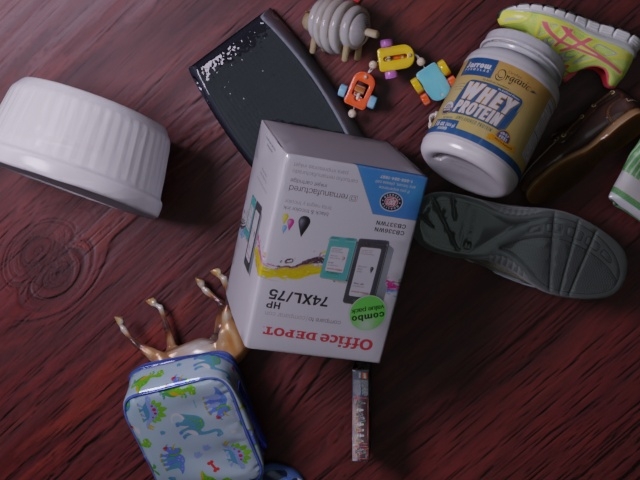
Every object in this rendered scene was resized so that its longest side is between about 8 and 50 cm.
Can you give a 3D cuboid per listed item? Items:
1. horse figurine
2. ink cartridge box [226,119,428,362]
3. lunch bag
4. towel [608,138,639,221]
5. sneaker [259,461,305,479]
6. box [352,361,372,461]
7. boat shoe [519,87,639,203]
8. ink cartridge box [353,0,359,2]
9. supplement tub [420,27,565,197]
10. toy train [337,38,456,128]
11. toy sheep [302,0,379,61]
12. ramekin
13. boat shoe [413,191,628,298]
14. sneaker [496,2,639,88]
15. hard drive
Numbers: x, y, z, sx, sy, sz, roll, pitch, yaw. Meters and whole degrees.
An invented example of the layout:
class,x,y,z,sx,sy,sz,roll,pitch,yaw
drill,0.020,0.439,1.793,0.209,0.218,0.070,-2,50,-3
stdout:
class,x,y,z,sx,sy,sz,roll,pitch,yaw
horse figurine,-0.182,0.149,1.637,0.263,0.066,0.175,-26,93,7
ink cartridge box,0.000,0.000,1.498,0.198,0.197,0.270,8,107,-15
lunch bag,-0.178,0.272,1.605,0.176,0.090,0.219,-14,120,8
towel,0.588,-0.129,1.537,0.247,0.038,0.325,34,98,-6
sneaker,-0.037,0.394,1.654,0.144,0.059,0.053,41,100,1
box,0.062,0.247,1.612,0.027,0.094,0.137,1,96,5
boat shoe,0.368,-0.136,1.561,0.207,0.073,0.073,-36,55,5
ink cartridge box,0.059,-0.458,1.544,0.134,0.078,0.231,36,99,1
supplement tub,0.241,-0.176,1.506,0.144,0.144,0.200,28,78,2
toy train,0.116,-0.222,1.583,0.166,0.046,0.125,19,99,6
toy sheep,0.029,-0.304,1.558,0.132,0.091,0.091,19,98,28
ramekin,-0.337,-0.132,1.530,0.272,0.273,0.127,18,85,3
boat shoe,0.282,0.002,1.570,0.320,0.103,0.118,13,96,0
sneaker,0.344,-0.274,1.537,0.208,0.081,0.094,19,100,2
hard drive,-0.064,-0.194,1.595,0.172,0.054,0.255,-35,92,8
